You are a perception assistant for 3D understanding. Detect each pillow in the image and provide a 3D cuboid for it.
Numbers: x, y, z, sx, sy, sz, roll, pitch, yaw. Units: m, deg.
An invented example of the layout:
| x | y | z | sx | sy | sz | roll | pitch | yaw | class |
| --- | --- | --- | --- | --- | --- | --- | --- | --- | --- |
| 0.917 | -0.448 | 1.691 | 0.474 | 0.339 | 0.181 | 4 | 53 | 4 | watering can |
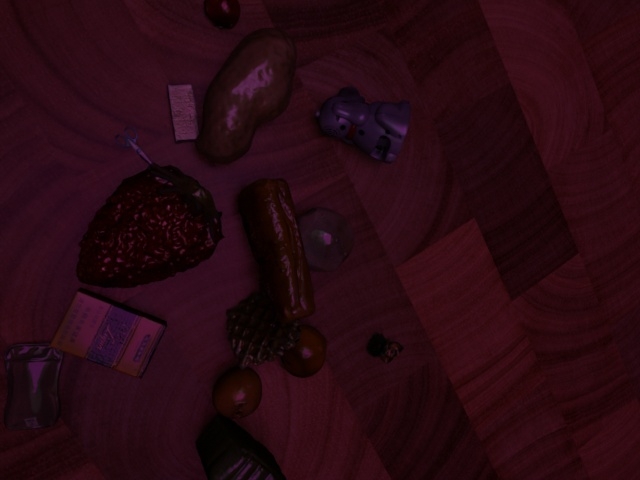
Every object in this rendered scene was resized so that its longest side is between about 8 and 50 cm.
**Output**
| x | y | z | sx | sy | sz | roll | pitch | yaw | class |
| --- | --- | --- | --- | --- | --- | --- | --- | --- | --- |
| -0.713 | 0.363 | 1.203 | 0.130 | 0.033 | 0.217 | 1 | 93 | -22 | pillow |

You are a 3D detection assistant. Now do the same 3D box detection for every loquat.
| x | y | z | sx | sy | sz | roll | pitch | yaw | class |
| --- | --- | --- | --- | --- | --- | --- | --- | --- | --- |
| -0.223 | 0.415 | 1.318 | 0.141 | 0.141 | 0.141 | -1 | 94 | -19 | loquat |

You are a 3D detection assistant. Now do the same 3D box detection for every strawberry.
| x | y | z | sx | sy | sz | roll | pitch | yaw | class |
| --- | --- | --- | --- | --- | --- | --- | --- | --- | --- |
| -0.412 | -0.010 | 1.188 | 0.343 | 0.292 | 0.292 | -38 | 106 | 12 | strawberry |

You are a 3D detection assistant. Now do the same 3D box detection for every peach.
| x | y | z | sx | sy | sz | roll | pitch | yaw | class |
| --- | --- | --- | --- | --- | --- | --- | --- | --- | --- |
| -0.256 | -0.615 | 1.278 | 0.098 | 0.061 | 0.098 | 1 | 87 | -23 | peach |

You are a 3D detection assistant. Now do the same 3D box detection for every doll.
| x | y | z | sx | sy | sz | roll | pitch | yaw | class |
| --- | --- | --- | --- | --- | --- | --- | --- | --- | --- |
| 0.198 | 0.331 | 1.506 | 0.113 | 0.076 | 0.078 | 23 | 113 | -47 | doll |

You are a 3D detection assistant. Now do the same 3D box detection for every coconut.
| x | y | z | sx | sy | sz | roll | pitch | yaw | class |
| --- | --- | --- | --- | --- | --- | --- | --- | --- | --- |
| 0.003 | -0.002 | 1.337 | 0.194 | 0.194 | 0.194 | -1 | 94 | -19 | coconut |

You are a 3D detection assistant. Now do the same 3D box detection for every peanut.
| x | y | z | sx | sy | sz | roll | pitch | yaw | class |
| --- | --- | --- | --- | --- | --- | --- | --- | --- | --- |
| -0.190 | -0.374 | 1.264 | 0.192 | 0.169 | 0.387 | 34 | 86 | -22 | peanut |

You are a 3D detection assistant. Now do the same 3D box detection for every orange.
| x | y | z | sx | sy | sz | roll | pitch | yaw | class |
| --- | --- | --- | --- | --- | --- | --- | --- | --- | --- |
| -0.051 | 0.309 | 1.367 | 0.134 | 0.156 | 0.156 | -24 | 102 | -37 | orange |

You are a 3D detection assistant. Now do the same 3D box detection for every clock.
| x | y | z | sx | sy | sz | roll | pitch | yaw | class |
| --- | --- | --- | --- | --- | --- | --- | --- | --- | --- |
| 0.110 | -0.337 | 1.380 | 0.254 | 0.189 | 0.189 | 18 | 88 | -4 | clock |

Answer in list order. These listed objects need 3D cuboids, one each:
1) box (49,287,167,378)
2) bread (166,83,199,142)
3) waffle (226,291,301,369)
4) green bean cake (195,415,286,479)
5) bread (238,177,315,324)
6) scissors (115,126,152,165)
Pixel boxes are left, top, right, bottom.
| x | y | z | sx | sy | sz | roll | pitch | yaw | class |
| --- | --- | --- | --- | --- | --- | --- | --- | --- | --- |
| -0.536 | 0.237 | 1.239 | 0.237 | 0.070 | 0.152 | 27 | 85 | -16 | box |
| -0.362 | -0.337 | 1.279 | 0.068 | 0.028 | 0.153 | -10 | 96 | -18 | bread |
| -0.156 | 0.232 | 1.314 | 0.208 | 0.214 | 0.054 | -21 | 144 | -8 | waffle |
| -0.205 | 0.591 | 1.276 | 0.125 | 0.248 | 0.222 | -46 | 109 | -11 | green bean cake |
| -0.126 | 0.031 | 1.275 | 0.109 | 0.185 | 0.380 | -9 | 82 | -39 | bread |
| -0.475 | -0.236 | 1.254 | 0.058 | 0.014 | 0.119 | -41 | 102 | -7 | scissors |
